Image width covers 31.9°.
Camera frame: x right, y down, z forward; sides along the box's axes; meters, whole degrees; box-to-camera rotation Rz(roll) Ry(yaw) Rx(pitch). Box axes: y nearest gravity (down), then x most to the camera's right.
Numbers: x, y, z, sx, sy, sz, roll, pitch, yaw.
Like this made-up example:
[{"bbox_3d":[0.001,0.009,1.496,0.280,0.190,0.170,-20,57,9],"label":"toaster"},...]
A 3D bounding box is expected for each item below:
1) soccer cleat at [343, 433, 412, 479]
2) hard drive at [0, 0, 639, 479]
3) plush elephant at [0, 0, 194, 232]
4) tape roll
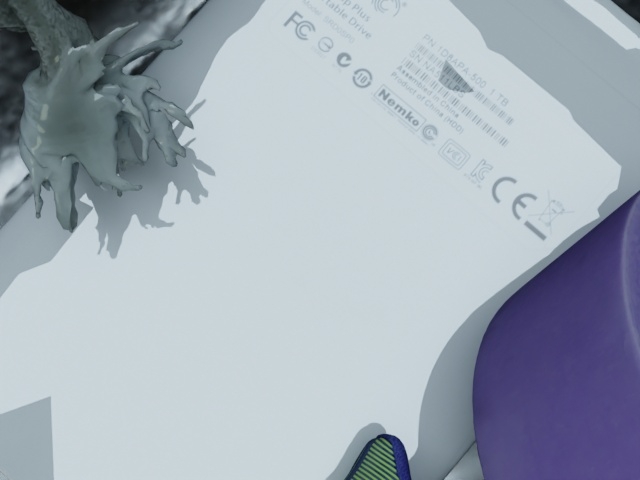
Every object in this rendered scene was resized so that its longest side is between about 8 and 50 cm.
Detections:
[{"bbox_3d":[0.131,0.157,0.422,0.289,0.093,0.121,20,72,-6],"label":"soccer cleat"},{"bbox_3d":[0.000,0.000,0.488,0.210,0.040,0.319,41,85,4],"label":"hard drive"},{"bbox_3d":[-0.136,-0.203,0.433,0.271,0.255,0.330,-17,125,-7],"label":"plush elephant"},{"bbox_3d":[0.152,0.072,0.391,0.189,0.080,0.189,20,47,-22],"label":"tape roll"}]
